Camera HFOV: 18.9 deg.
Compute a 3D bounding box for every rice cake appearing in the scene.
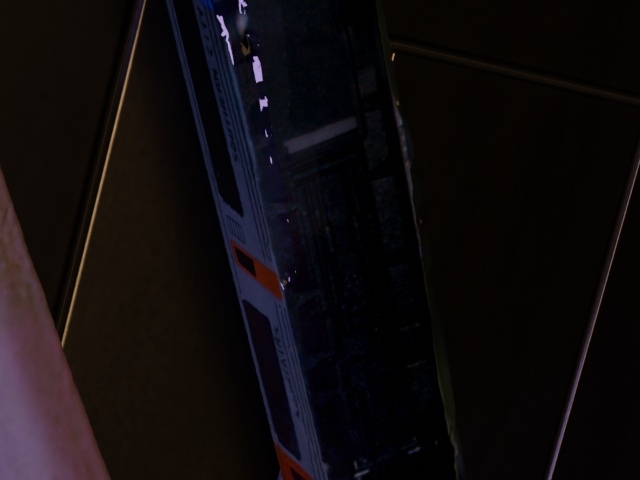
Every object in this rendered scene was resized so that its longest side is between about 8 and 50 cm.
[{"bbox_3d":[-0.139,0.095,0.876,0.070,0.064,0.399,-39,129,-34],"label":"rice cake"}]

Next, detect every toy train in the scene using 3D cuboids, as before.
[{"bbox_3d":[0.000,0.000,0.955,0.086,0.089,0.409,-25,123,-22],"label":"toy train"}]
